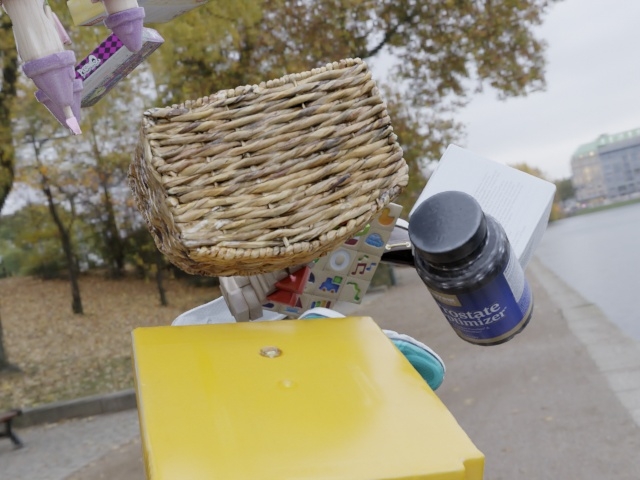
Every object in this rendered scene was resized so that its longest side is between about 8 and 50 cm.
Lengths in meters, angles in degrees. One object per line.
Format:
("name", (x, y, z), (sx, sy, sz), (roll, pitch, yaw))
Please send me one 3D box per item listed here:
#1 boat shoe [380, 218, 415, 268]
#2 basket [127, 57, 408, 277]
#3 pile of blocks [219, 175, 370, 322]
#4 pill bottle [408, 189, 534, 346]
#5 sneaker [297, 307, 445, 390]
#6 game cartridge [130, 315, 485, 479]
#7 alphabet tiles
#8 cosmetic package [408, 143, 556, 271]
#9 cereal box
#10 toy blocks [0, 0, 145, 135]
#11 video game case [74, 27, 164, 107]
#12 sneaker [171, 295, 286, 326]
("boat shoe", (0.244, 0.025, 1.926), (0.324, 0.097, 0.116), (14, -36, -35))
("basket", (-0.066, -0.065, 0.990), (0.299, 0.214, 0.223), (-19, -6, -21))
("pile of blocks", (-0.021, 0.021, 1.194), (0.148, 0.113, 0.362), (3, -41, -43))
("pill bottle", (0.193, 0.037, 1.029), (0.122, 0.123, 0.219), (-13, -39, 22))
("sneaker", (0.079, 0.203, 1.346), (0.275, 0.107, 0.110), (18, 8, -1))
("game cartridge", (-0.033, 0.162, 0.772), (0.285, 0.053, 0.324), (-1, 19, -15))
("alphabet tiles", (0.000, 0.000, 1.562), (0.285, 0.343, 0.011), (14, 19, -26))
("cosmetic package", (0.256, -0.029, 1.273), (0.183, 0.152, 0.151), (26, -19, 19))
("cereal box", (-0.285, -0.416, 1.352), (0.172, 0.048, 0.240), (-14, 8, 30))
("toy blocks", (-0.333, -0.240, 0.875), (0.308, 0.260, 0.288), (-20, 15, -12))
("video game case", (-0.455, -0.367, 1.689), (0.232, 0.042, 0.210), (-38, 5, 12))
("sneaker", (-0.194, 0.174, 1.839), (0.295, 0.105, 0.147), (-19, -10, -4))
